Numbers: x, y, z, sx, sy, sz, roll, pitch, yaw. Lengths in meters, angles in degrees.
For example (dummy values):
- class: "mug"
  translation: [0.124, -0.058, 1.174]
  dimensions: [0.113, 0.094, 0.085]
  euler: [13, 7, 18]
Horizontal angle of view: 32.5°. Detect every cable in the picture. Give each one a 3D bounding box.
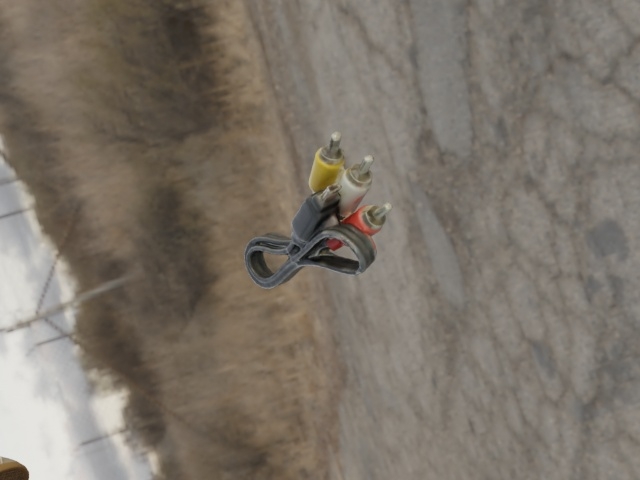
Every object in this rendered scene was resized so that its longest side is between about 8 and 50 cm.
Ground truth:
- class: "cable"
  translation: [0.000, 0.000, 1.256]
  dimensions: [0.139, 0.072, 0.287]
  euler: [58, 151, 11]

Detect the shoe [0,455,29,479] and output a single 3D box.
- class: "shoe"
  translation: [-0.515, 0.341, 1.524]
  dimensions: [0.058, 0.219, 0.076]
  euler: [32, 113, 39]
